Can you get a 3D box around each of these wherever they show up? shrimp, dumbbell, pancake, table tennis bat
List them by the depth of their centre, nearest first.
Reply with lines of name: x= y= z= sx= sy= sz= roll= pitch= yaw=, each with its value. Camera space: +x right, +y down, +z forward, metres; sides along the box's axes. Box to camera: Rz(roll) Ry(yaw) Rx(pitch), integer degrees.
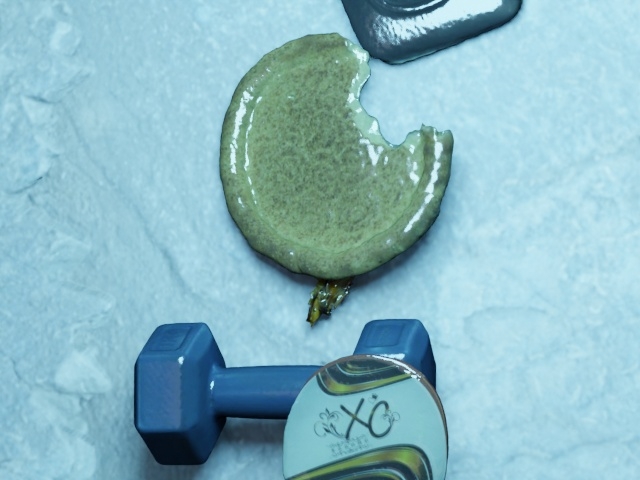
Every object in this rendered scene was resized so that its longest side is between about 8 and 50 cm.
table tennis bat: x=0.039 y=0.265 z=1.678 sx=0.173 sy=0.022 sz=0.301 roll=9 pitch=95 yaw=13
dumbbell: x=-0.038 y=0.165 z=1.776 sx=0.324 sy=0.144 sz=0.160 roll=-1 pitch=83 yaw=15
pancake: x=0.012 y=-0.097 z=1.822 sx=0.286 sy=0.033 sz=0.288 roll=-7 pitch=76 yaw=25
shrimp: x=0.000 y=0.000 z=1.842 sx=0.124 sy=0.034 sz=0.178 roll=30 pitch=90 yaw=18

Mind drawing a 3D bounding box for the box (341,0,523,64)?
box: x=0.110 y=-0.316 z=1.845 sx=0.201 sy=0.042 sz=0.213 roll=-21 pitch=79 yaw=13
